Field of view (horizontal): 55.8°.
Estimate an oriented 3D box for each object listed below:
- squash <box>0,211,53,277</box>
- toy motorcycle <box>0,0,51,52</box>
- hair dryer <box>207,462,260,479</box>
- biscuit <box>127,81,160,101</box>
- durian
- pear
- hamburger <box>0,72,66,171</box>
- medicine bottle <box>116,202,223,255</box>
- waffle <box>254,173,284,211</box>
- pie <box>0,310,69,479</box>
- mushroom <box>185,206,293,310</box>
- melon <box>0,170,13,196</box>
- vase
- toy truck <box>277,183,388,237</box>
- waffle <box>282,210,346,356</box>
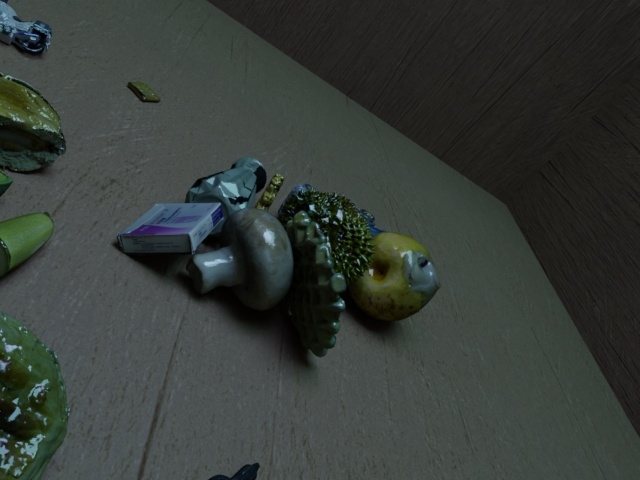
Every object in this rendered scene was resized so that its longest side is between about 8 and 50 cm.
[{"bbox_3d":[-0.553,-0.012,1.113,0.094,0.094,0.224,36,19,-8],"label":"squash"},{"bbox_3d":[-0.839,-0.598,1.646,0.221,0.102,0.150,25,50,-22],"label":"toy motorcycle"},{"bbox_3d":[-0.143,0.397,0.965,0.070,0.128,0.255,44,15,10],"label":"hair dryer"},{"bbox_3d":[-0.551,-0.464,1.892,0.083,0.018,0.081,46,26,11],"label":"biscuit"},{"bbox_3d":[-0.002,0.002,1.613,0.291,0.291,0.224,42,-17,4],"label":"durian"},{"bbox_3d":[0.205,0.106,1.723,0.271,0.271,0.271,31,27,-18],"label":"pear"},{"bbox_3d":[-0.697,-0.272,1.262,0.309,0.132,0.211,13,36,-43],"label":"hamburger"},{"bbox_3d":[-0.331,-0.029,1.364,0.171,0.052,0.201,1,24,13],"label":"medicine bottle"},{"bbox_3d":[-0.154,-0.108,1.682,0.038,0.191,0.191,32,27,-7],"label":"waffle"},{"bbox_3d":[-0.457,0.218,0.770,0.306,0.071,0.306,24,56,-41],"label":"pie"},{"bbox_3d":[-0.183,0.046,1.368,0.243,0.243,0.243,31,27,-18],"label":"mushroom"},{"bbox_3d":[-0.701,-0.136,1.125,0.209,0.064,0.118,35,27,-5],"label":"melon"},{"bbox_3d":[-0.240,-0.131,1.629,0.165,0.165,0.360,37,22,-6],"label":"vase"},{"bbox_3d":[0.055,-0.030,1.855,0.367,0.146,0.175,23,27,-27],"label":"toy truck"},{"bbox_3d":[-0.028,0.103,1.389,0.056,0.309,0.292,-8,51,-24],"label":"waffle"}]
